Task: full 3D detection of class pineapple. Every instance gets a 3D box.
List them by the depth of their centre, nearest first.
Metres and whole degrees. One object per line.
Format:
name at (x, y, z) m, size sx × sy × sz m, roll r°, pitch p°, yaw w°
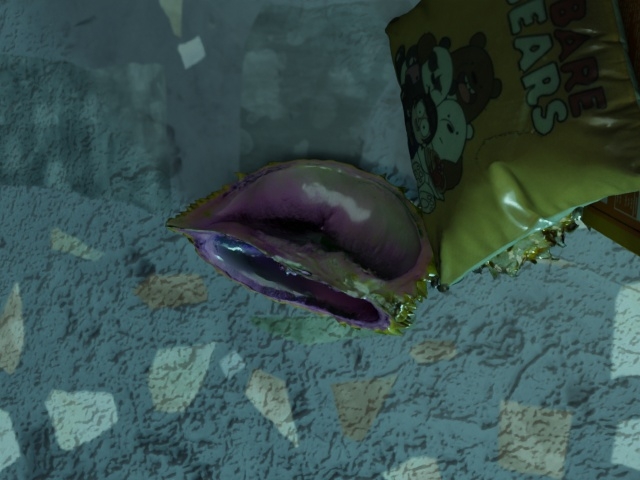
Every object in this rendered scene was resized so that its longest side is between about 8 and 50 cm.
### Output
pineapple at (0.227, -0.054, 1.485) m, size 0.135 × 0.079 × 0.233 m, roll 25°, pitch 109°, yaw 12°

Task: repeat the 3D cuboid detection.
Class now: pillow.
pillow at (0.180, -0.142, 1.357) m, size 0.312 × 0.119 × 0.310 m, roll -30°, pitch 61°, yaw 48°

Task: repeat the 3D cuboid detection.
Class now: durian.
durian at (0.005, -0.003, 1.513) m, size 0.260 × 0.154 × 0.186 m, roll 34°, pitch 82°, yaw 10°

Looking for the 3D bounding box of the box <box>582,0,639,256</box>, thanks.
box at (0.408, -0.127, 1.330) m, size 0.259 × 0.214 × 0.283 m, roll 3°, pitch 102°, yaw -7°
